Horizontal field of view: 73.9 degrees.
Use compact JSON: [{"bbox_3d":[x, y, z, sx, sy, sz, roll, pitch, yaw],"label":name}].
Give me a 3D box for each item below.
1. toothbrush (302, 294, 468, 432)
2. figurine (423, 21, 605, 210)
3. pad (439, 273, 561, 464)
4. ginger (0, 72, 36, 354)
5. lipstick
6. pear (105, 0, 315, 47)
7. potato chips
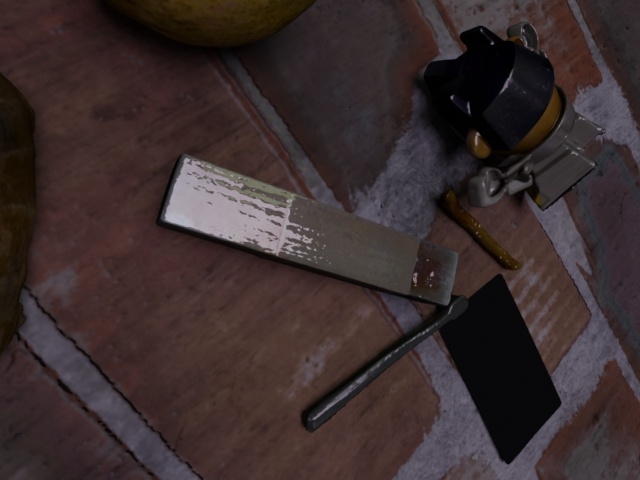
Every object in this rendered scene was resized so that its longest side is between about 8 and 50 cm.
[{"bbox_3d":[0.096,0.159,0.584,0.297,0.030,0.030,-32,109,-22],"label":"toothbrush"},{"bbox_3d":[0.290,-0.189,0.634,0.308,0.143,0.308,15,65,-35],"label":"figurine"},{"bbox_3d":[0.295,0.204,0.688,0.159,0.009,0.265,-31,99,-23],"label":"pad"},{"bbox_3d":[-0.297,-0.022,0.357,0.086,0.131,0.294,0,90,-6],"label":"ginger"},{"bbox_3d":[0.000,0.000,0.520,0.371,0.076,0.080,19,81,-23],"label":"lipstick"},{"bbox_3d":[-0.114,-0.326,0.409,0.271,0.271,0.271,1,86,-25],"label":"pear"},{"bbox_3d":[0.249,-0.013,0.664,0.204,0.037,0.026,40,82,-24],"label":"potato chips"}]
